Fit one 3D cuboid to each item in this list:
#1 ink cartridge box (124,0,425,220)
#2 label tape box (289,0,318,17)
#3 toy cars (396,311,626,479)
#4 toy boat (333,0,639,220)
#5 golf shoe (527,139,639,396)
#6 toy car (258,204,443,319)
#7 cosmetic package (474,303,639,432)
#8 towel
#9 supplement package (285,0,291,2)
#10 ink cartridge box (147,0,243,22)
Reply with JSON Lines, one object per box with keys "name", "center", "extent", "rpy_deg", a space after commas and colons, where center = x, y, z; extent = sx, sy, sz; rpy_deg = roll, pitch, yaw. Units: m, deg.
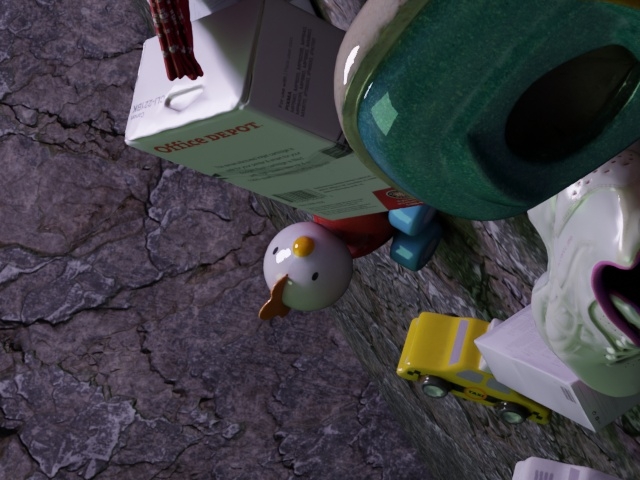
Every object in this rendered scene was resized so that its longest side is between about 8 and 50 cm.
{"name": "ink cartridge box", "center": [-0.019, -0.117, 1.165], "extent": [0.273, 0.114, 0.197], "rpy_deg": [19, 162, -38]}
{"name": "label tape box", "center": [-0.112, -0.338, 1.587], "extent": [0.348, 0.115, 0.249], "rpy_deg": [62, 170, -29]}
{"name": "toy cars", "center": [0.245, 0.213, 1.341], "extent": [0.394, 0.176, 0.087], "rpy_deg": [55, 155, 23]}
{"name": "toy boat", "center": [0.178, -0.086, 0.642], "extent": [0.318, 0.267, 0.148], "rpy_deg": [25, -151, -44]}
{"name": "golf shoe", "center": [0.235, 0.050, 0.951], "extent": [0.306, 0.115, 0.140], "rpy_deg": [67, 179, -46]}
{"name": "toy car", "center": [0.000, 0.000, 1.502], "extent": [0.219, 0.238, 0.210], "rpy_deg": [30, 161, 17]}
{"name": "cosmetic package", "center": [0.248, 0.118, 1.209], "extent": [0.060, 0.099, 0.239], "rpy_deg": [58, 172, -12]}
{"name": "towel", "center": [-0.145, -0.288, 1.001], "extent": [0.199, 0.031, 0.275], "rpy_deg": [-107, 6, -54]}
{"name": "supplement package", "center": [-0.081, -0.364, 1.221], "extent": [0.194, 0.149, 0.203], "rpy_deg": [54, 170, 19]}
{"name": "ink cartridge box", "center": [-0.148, -0.270, 1.250], "extent": [0.224, 0.045, 0.223], "rpy_deg": [54, 168, 8]}
